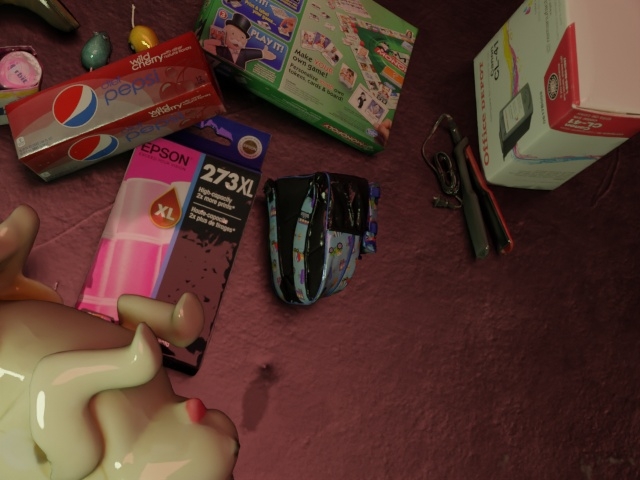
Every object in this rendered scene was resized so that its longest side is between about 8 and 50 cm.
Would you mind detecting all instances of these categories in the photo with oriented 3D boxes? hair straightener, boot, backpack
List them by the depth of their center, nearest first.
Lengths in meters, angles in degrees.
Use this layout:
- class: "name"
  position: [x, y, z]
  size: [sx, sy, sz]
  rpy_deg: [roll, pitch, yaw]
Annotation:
- class: "backpack"
  position: [0.000, 0.000, 1.294]
  size: [0.117, 0.158, 0.173]
  rpy_deg: [4, 86, -33]
- class: "boot"
  position: [-0.441, -0.332, 1.316]
  size: [0.219, 0.082, 0.106]
  rpy_deg: [39, 90, -7]
- class: "hair straightener"
  position: [0.208, -0.080, 1.429]
  size: [0.089, 0.047, 0.230]
  rpy_deg: [-13, 78, -19]

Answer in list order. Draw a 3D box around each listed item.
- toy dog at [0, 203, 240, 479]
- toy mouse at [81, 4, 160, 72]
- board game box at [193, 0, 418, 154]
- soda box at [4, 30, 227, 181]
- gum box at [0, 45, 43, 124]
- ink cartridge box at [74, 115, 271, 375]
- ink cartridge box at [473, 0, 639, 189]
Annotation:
- class: "toy dog"
  position: [-0.276, 0.212, 1.056]
  size: [0.408, 0.284, 0.395]
  rpy_deg: [32, 95, 0]
- class: "toy mouse"
  position: [-0.282, -0.247, 1.340]
  size: [0.143, 0.031, 0.161]
  rpy_deg: [-30, 79, -20]
- class: "board game box"
  position: [-0.016, -0.285, 1.380]
  size: [0.317, 0.046, 0.213]
  rpy_deg: [26, 68, -25]
- class: "soda box"
  position: [-0.262, -0.171, 1.245]
  size: [0.263, 0.092, 0.083]
  rpy_deg: [-21, 71, 1]
- class: "gum box"
  position: [-0.452, -0.192, 1.240]
  size: [0.188, 0.107, 0.062]
  rpy_deg: [-10, 77, -19]
- class: "ink cartridge box"
  position: [-0.192, -0.021, 1.292]
  size: [0.176, 0.069, 0.371]
  rpy_deg: [19, 68, -9]
- class: "ink cartridge box"
  position: [0.336, -0.223, 1.368]
  size: [0.131, 0.306, 0.226]
  rpy_deg: [4, 73, -14]
